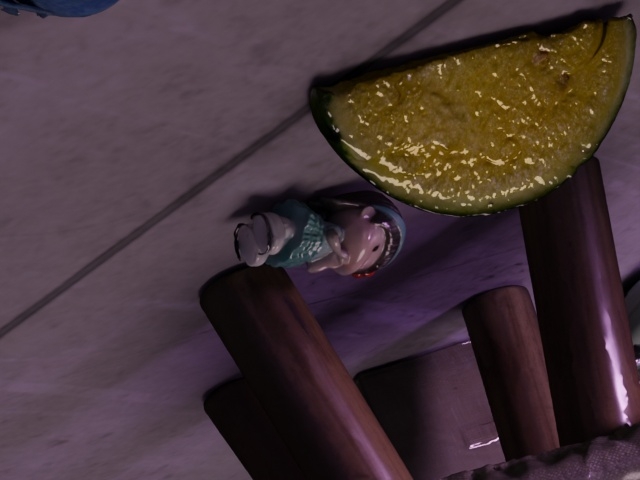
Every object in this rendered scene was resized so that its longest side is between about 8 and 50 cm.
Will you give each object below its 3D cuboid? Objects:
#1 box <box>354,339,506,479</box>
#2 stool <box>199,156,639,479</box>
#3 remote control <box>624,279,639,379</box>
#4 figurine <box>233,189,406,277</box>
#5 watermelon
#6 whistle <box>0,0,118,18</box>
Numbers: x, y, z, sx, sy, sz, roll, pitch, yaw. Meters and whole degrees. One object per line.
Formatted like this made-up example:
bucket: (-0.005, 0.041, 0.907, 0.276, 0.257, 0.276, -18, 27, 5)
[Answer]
box: (0.144, 0.170, 1.332, 0.231, 0.149, 0.155, -16, 158, -19)
stool: (0.084, 0.125, 1.052, 0.310, 0.226, 0.310, -19, 160, -13)
remote control: (0.304, 0.080, 1.412, 0.140, 0.056, 0.296, -17, 160, -20)
figurine: (0.000, 0.000, 0.905, 0.106, 0.047, 0.060, -1, 138, -39)
watermelon: (0.075, -0.067, 0.841, 0.181, 0.075, 0.092, -18, 115, -18)
whistle: (-0.095, -0.117, 0.493, 0.158, 0.090, 0.090, 13, 167, 16)
